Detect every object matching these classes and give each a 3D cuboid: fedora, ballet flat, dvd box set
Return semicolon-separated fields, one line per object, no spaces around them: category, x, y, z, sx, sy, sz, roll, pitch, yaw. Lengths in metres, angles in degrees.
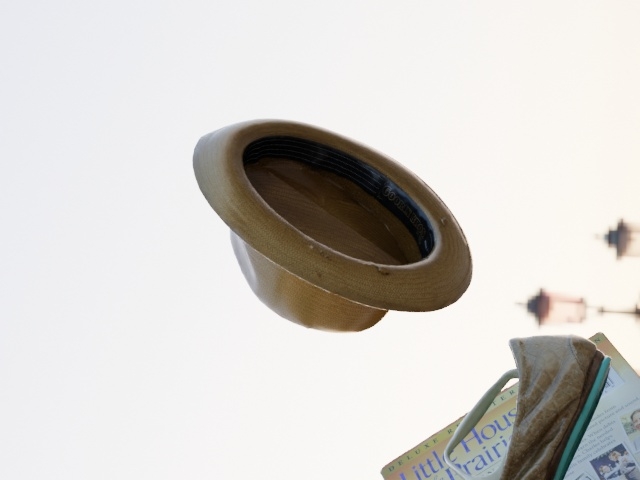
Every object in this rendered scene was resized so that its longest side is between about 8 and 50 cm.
fedora;0.000;0.000;0.833;0.079;0.194;0.194;-64;-9;31
ballet flat;0.167;0.237;1.212;0.116;0.124;0.342;64;-136;-65
dvd box set;0.260;0.299;1.329;0.062;0.307;0.420;57;-179;-33
